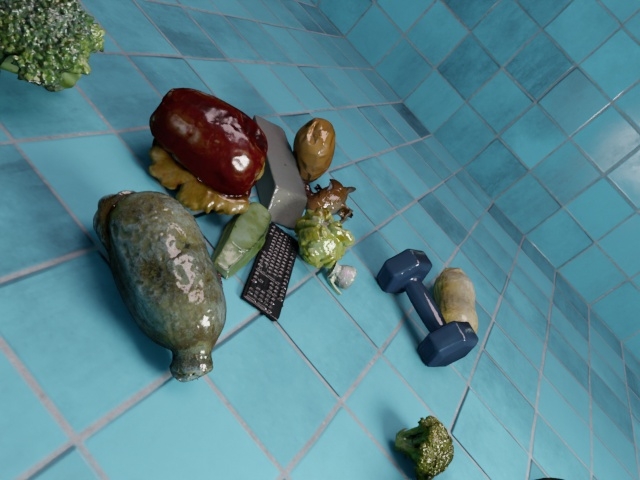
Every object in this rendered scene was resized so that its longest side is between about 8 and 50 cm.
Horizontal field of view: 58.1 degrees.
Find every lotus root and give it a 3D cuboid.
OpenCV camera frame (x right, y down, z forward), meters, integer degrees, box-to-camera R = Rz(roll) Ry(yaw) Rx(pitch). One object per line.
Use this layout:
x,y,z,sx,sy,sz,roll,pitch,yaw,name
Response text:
-0.248,0.059,0.950,0.175,0.175,0.350,-5,61,-57,lotus root

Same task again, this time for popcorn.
0.000,0.000,1.417,0.162,0.136,0.141,21,47,11,popcorn

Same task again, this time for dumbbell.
0.284,0.180,1.554,0.156,0.143,0.316,10,44,-50,dumbbell

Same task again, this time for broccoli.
0.212,0.422,1.176,0.120,0.130,0.132,7,63,9,broccoli
-0.545,-0.392,1.061,0.288,0.235,0.259,50,26,17,broccoli

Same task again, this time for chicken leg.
0.044,-0.119,1.737,0.145,0.037,0.062,39,6,-16,chicken leg

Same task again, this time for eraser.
-0.123,-0.189,1.555,0.111,0.077,0.353,19,38,-37,eraser

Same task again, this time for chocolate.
0.402,0.196,1.724,0.134,0.134,0.309,37,32,-16,chocolate

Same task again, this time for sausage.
-0.021,-0.253,1.649,0.120,0.136,0.241,24,-14,1,sausage

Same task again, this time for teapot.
0.048,0.092,1.445,0.064,0.064,0.083,31,62,-13,teapot

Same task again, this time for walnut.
-0.252,-0.185,1.258,0.268,0.244,0.221,28,-7,-13,walnut

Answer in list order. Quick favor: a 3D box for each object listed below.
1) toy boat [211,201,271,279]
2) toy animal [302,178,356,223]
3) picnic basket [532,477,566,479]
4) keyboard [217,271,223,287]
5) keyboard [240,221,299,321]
-0.166,-0.014,1.282,0.093,0.055,0.293,39,28,-9,toy boat
0.021,-0.132,1.656,0.179,0.089,0.188,44,49,5,toy animal
0.353,0.553,0.972,0.337,0.337,0.293,37,29,-17,picnic basket
-0.257,0.058,1.098,0.165,0.017,0.055,25,35,-35,keyboard
-0.104,0.063,1.305,0.100,0.018,0.310,38,28,-14,keyboard
